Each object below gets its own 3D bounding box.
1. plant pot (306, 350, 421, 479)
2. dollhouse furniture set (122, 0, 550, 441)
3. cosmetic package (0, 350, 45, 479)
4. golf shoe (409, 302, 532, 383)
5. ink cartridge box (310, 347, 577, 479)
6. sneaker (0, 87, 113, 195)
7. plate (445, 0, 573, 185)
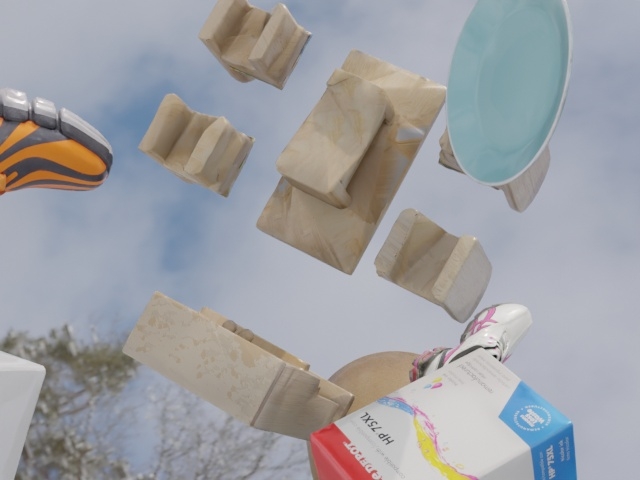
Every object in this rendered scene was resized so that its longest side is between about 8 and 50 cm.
[{"bbox_3d":[0.089,0.285,1.299,0.237,0.254,0.237,1,-78,4],"label":"plant pot"},{"bbox_3d":[0.000,0.000,1.151,0.362,0.256,0.394,26,-96,20],"label":"dollhouse furniture set"},{"bbox_3d":[-0.324,0.136,0.509,0.156,0.385,0.217,15,-93,22],"label":"cosmetic package"},{"bbox_3d":[0.199,0.136,1.295,0.086,0.186,0.067,0,-61,57],"label":"golf shoe"},{"bbox_3d":[0.086,0.198,0.918,0.134,0.231,0.078,40,-32,51],"label":"ink cartridge box"},{"bbox_3d":[-0.334,-0.041,0.903,0.124,0.321,0.180,-27,-123,54],"label":"sneaker"},{"bbox_3d":[0.164,-0.138,0.922,0.188,0.024,0.188,-174,-90,-67],"label":"plate"}]
